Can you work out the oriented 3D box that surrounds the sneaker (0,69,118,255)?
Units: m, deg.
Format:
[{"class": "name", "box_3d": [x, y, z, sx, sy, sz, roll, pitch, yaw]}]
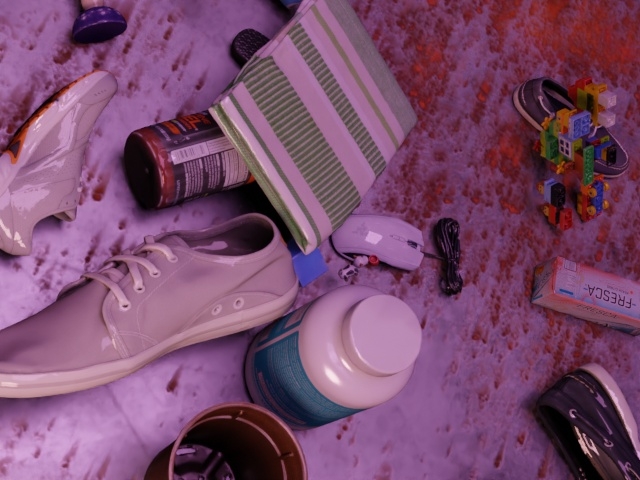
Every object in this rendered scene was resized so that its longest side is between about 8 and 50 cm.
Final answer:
[{"class": "sneaker", "box_3d": [-0.320, -0.091, 1.756, 0.121, 0.099, 0.262, 45, 69, -15]}]

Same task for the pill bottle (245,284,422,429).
[{"class": "pill bottle", "box_3d": [0.020, 0.138, 1.739, 0.146, 0.264, 0.146, 7, 73, -23]}]

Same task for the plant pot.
[{"class": "plant pot", "box_3d": [-0.122, 0.283, 1.687, 0.167, 0.165, 0.167, 8, 71, -23]}]

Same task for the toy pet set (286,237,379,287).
[{"class": "toy pet set", "box_3d": [0.000, 0.000, 1.869, 0.114, 0.065, 0.122, -34, 72, -13]}]

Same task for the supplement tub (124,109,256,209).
[{"class": "supplement tub", "box_3d": [-0.139, -0.111, 1.830, 0.198, 0.106, 0.106, -19, 83, -30]}]

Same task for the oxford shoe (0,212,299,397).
[{"class": "oxford shoe", "box_3d": [-0.218, 0.067, 1.695, 0.449, 0.169, 0.130, -19, 119, -34]}]

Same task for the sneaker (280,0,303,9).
[{"class": "sneaker", "box_3d": [0.017, -0.398, 2.007, 0.229, 0.087, 0.092, -32, 99, -23]}]

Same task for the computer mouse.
[{"class": "computer mouse", "box_3d": [0.108, 0.007, 1.946, 0.193, 0.042, 0.106, 11, 72, -22]}]

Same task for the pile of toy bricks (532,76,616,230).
[{"class": "pile of toy bricks", "box_3d": [0.344, -0.125, 2.057, 0.118, 0.105, 0.212, -24, 130, -25]}]

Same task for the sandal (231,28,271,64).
[{"class": "sandal", "box_3d": [-0.043, -0.215, 1.948, 0.179, 0.040, 0.067, 37, 58, 0]}]

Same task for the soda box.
[{"class": "soda box", "box_3d": [0.389, 0.079, 2.044, 0.183, 0.063, 0.058, 18, 68, -19]}]

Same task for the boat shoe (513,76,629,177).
[{"class": "boat shoe", "box_3d": [0.373, -0.164, 2.108, 0.206, 0.065, 0.075, 37, 63, -11]}]

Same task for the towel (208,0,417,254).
[{"class": "towel", "box_3d": [-0.002, -0.165, 1.874, 0.248, 0.038, 0.325, 56, 42, -20]}]

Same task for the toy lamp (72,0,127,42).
[{"class": "toy lamp", "box_3d": [-0.308, -0.392, 1.850, 0.080, 0.080, 0.274, -11, 80, -27]}]

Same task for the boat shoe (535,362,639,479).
[{"class": "boat shoe", "box_3d": [0.390, 0.334, 1.934, 0.113, 0.127, 0.340, -19, 82, -27]}]
